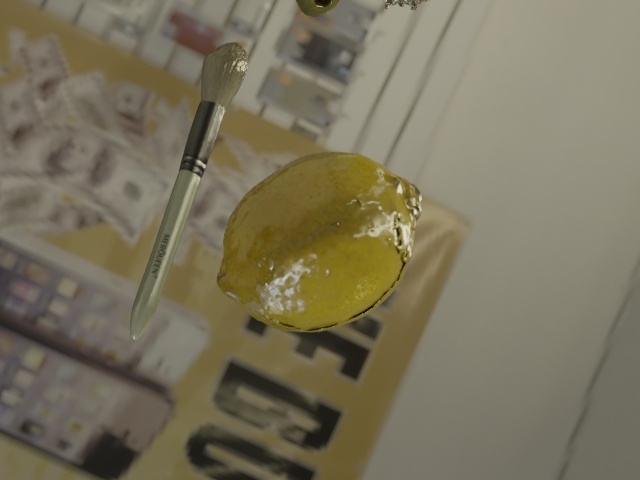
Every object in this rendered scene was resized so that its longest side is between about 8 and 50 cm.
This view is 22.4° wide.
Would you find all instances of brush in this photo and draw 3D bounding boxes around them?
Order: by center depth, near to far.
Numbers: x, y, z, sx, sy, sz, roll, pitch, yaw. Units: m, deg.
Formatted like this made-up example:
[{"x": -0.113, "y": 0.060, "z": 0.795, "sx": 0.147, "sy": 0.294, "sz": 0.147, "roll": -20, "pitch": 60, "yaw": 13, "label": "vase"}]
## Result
[{"x": -0.126, "y": -0.049, "z": 1.499, "sx": 0.042, "sy": 0.039, "sz": 0.299, "roll": 8, "pitch": -105, "yaw": 38, "label": "brush"}]

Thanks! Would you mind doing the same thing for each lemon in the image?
[{"x": 0.000, "y": 0.000, "z": 1.883, "sx": 0.260, "sy": 0.204, "sz": 0.204, "roll": -26, "pitch": -175, "yaw": -2, "label": "lemon"}]

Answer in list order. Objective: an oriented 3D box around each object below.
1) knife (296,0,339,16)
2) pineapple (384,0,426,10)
[{"x": -0.032, "y": -0.224, "z": 0.866, "sx": 0.061, "sy": 0.027, "sz": 0.343, "roll": -33, "pitch": 152, "yaw": 1, "label": "knife"}, {"x": 0.090, "y": -0.235, "z": 1.443, "sx": 0.083, "sy": 0.045, "sz": 0.019, "roll": -41, "pitch": -157, "yaw": 20, "label": "pineapple"}]
